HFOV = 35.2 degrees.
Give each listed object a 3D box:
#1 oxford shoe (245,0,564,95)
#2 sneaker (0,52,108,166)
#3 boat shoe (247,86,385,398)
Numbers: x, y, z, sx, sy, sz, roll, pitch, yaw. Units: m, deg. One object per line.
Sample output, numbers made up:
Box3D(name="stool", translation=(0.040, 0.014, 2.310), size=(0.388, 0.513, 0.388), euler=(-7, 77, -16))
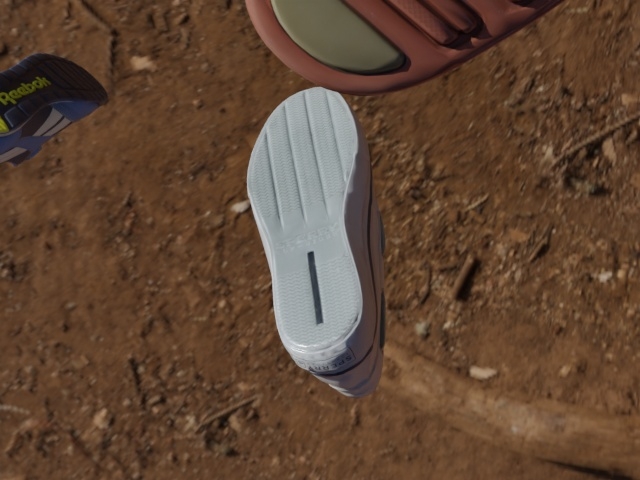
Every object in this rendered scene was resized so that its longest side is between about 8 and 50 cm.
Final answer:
Box3D(name="oxford shoe", translation=(0.109, -0.224, 0.428), size=(0.140, 0.146, 0.397), euler=(41, 89, -15))
Box3D(name="sneaker", translation=(-0.205, -0.088, 0.700), size=(0.053, 0.144, 0.059), euler=(42, 121, 7))
Box3D(name="boat shoe", translation=(0.000, 0.000, 0.661), size=(0.083, 0.226, 0.076), euler=(-12, 140, 15))
